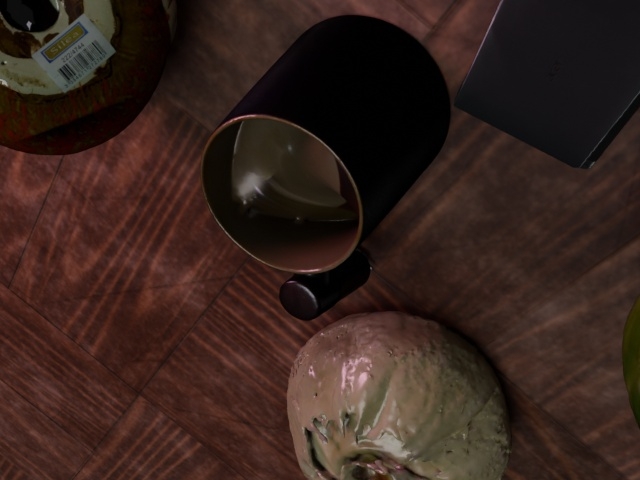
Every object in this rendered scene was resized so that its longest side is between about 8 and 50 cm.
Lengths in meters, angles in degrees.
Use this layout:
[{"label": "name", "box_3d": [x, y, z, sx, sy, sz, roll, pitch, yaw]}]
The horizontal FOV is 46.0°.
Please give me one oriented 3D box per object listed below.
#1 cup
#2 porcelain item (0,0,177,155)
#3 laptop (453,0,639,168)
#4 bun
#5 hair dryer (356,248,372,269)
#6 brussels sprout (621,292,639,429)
[{"label": "cup", "box_3d": [0.022, -0.049, 0.643, 0.166, 0.177, 0.239, -14, 116, 35]}, {"label": "porcelain item", "box_3d": [-0.253, -0.204, 0.688, 0.253, 0.253, 0.253, 15, 129, 19]}, {"label": "laptop", "box_3d": [0.182, -0.130, 0.567, 0.129, 0.016, 0.180, 29, 151, 7]}, {"label": "bun", "box_3d": [0.069, 0.205, 0.826, 0.259, 0.152, 0.259, 16, 132, 18]}, {"label": "hair dryer", "box_3d": [0.000, 0.000, 0.794, 0.124, 0.038, 0.063, 29, 135, -3]}, {"label": "brussels sprout", "box_3d": [0.379, 0.089, 0.499, 0.344, 0.344, 0.268, -1, 89, 30]}]
